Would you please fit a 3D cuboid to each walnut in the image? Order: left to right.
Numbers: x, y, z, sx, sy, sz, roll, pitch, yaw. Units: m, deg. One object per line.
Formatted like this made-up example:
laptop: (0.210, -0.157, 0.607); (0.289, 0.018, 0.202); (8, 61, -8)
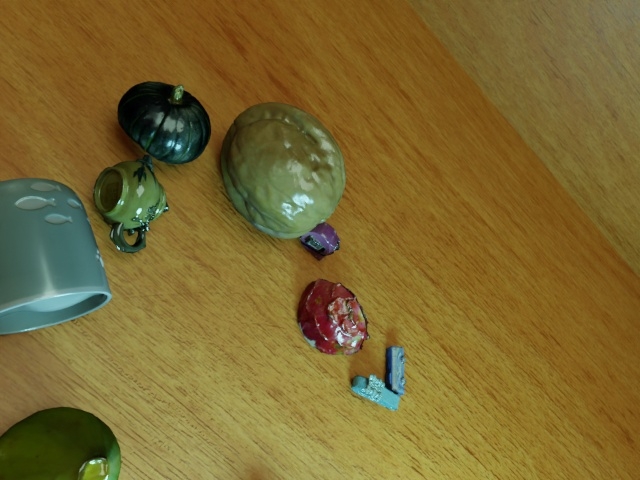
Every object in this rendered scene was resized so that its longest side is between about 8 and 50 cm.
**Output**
walnut: (-0.104, -0.199, 1.472); (0.384, 0.383, 0.383); (14, 64, -30)

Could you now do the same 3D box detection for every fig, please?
fig: (-0.499, 0.438, 0.955); (0.239, 0.271, 0.239); (35, 42, -40)

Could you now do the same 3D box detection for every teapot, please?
teapot: (-0.470, -0.097, 1.281); (0.182, 0.173, 0.269); (14, 71, -58)

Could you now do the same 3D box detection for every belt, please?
belt: (0.183, 0.468, 1.527); (0.179, 0.100, 0.065); (32, 60, -23)

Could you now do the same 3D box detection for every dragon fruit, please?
dragon fruit: (0.038, 0.248, 1.499); (0.189, 0.163, 0.261); (-35, 93, -11)

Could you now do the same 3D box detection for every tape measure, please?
tape measure: (0.000, 0.000, 1.582); (0.125, 0.118, 0.074); (38, 52, -11)

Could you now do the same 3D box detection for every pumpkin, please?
pumpkin: (-0.417, -0.330, 1.352); (0.250, 0.216, 0.250); (22, 36, -16)

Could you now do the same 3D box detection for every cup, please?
cup: (-0.629, 0.024, 1.007); (0.274, 0.259, 0.357); (70, 15, 13)

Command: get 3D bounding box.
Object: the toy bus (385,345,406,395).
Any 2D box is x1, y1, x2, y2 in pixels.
toy bus: (0.244, 0.423, 1.619); (0.061, 0.051, 0.153); (13, 64, -17)
